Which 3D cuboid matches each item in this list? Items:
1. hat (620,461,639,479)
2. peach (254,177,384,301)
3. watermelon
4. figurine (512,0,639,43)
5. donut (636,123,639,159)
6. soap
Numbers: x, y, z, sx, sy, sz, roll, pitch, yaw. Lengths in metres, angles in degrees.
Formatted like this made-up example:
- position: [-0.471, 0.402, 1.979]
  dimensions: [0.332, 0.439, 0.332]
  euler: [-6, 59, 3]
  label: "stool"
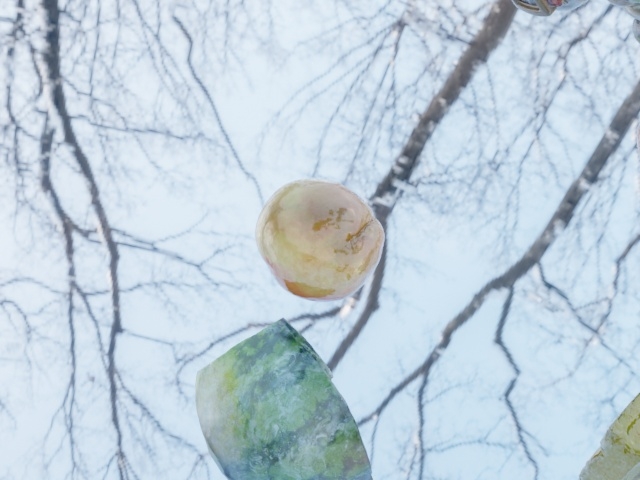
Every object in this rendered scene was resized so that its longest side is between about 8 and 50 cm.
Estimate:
- position: [0.368, 0.278, 0.953]
  dimensions: [0.110, 0.252, 0.252]
  euler: [48, -159, -39]
  label: "hat"
- position: [0.000, 0.000, 1.374]
  dimensions: [0.184, 0.184, 0.184]
  euler: [13, -140, -11]
  label: "peach"
- position: [-0.037, 0.278, 1.437]
  dimensions: [0.305, 0.224, 0.180]
  euler: [58, -157, 2]
  label: "watermelon"
- position: [0.311, -0.330, 1.056]
  dimensions: [0.261, 0.186, 0.382]
  euler: [36, 173, -35]
  label: "figurine"
- position: [0.391, -0.104, 0.885]
  dimensions: [0.199, 0.233, 0.085]
  euler: [46, 175, -30]
  label: "donut"
- position: [0.484, 0.256, 1.390]
  dimensions: [0.091, 0.199, 0.315]
  euler: [35, -133, 24]
  label: "soap"
